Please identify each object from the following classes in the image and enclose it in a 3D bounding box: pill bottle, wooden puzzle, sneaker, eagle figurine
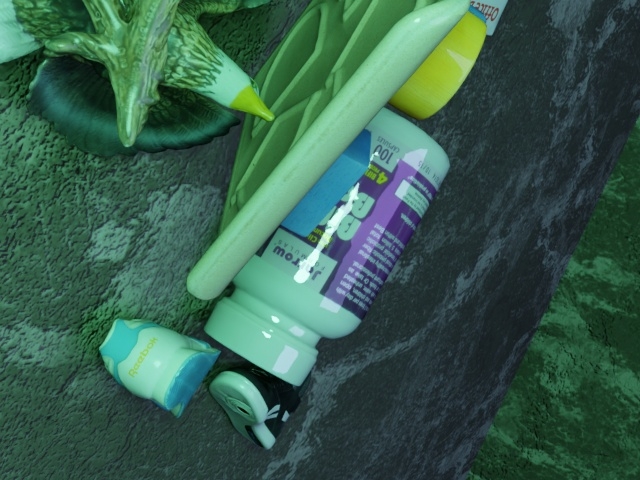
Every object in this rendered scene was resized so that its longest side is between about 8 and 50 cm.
[{"bbox_3d":[0.000,0.000,1.218,0.301,0.169,0.169,-60,155,-4],"label":"pill bottle"},{"bbox_3d":[0.031,-0.141,0.884,0.322,0.080,0.347,-47,-161,37],"label":"wooden puzzle"},{"bbox_3d":[-0.069,0.172,1.386,0.121,0.079,0.217,-55,163,-20],"label":"sneaker"},{"bbox_3d":[-0.164,0.124,1.144,0.087,0.092,0.228,-58,174,-12],"label":"sneaker"},{"bbox_3d":[-0.126,-0.158,0.846,0.226,0.225,0.298,-23,-165,1],"label":"eagle figurine"}]

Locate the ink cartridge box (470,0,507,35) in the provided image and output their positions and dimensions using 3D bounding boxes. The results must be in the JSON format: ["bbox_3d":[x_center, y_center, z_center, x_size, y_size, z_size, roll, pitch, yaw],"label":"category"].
[{"bbox_3d":[0.160,-0.371,1.185,0.201,0.117,0.278,-10,127,-60],"label":"ink cartridge box"}]
